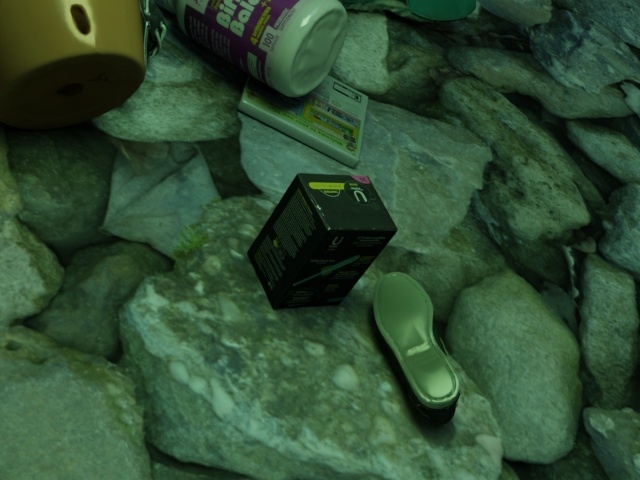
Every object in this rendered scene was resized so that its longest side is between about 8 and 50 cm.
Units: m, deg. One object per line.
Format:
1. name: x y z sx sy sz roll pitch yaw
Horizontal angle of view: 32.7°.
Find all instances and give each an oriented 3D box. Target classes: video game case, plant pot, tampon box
1. video game case: -0.024 -0.226 1.787 0.212 0.023 0.193 26 38 -13
2. plant pot: -0.353 -0.277 1.406 0.290 0.291 0.204 -7 70 -42
3. tampon box: 0.000 0.000 1.449 0.120 0.161 0.101 0 50 -38

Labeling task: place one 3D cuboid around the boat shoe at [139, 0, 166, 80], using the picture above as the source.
1. boat shoe: -0.278 -0.316 1.630 0.102 0.108 0.301 11 37 -27

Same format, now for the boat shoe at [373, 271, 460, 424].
1. boat shoe: 0.126 0.144 1.473 0.081 0.069 0.228 -16 50 -4

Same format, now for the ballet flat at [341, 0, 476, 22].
1. ballet flat: 0.130 -0.518 2.138 0.408 0.147 0.147 0 49 -37

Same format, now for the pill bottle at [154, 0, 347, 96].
1. pill bottle: -0.120 -0.365 1.723 0.301 0.169 0.169 32 35 20

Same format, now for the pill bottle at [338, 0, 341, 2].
1. pill bottle: 0.023 -0.553 1.884 0.204 0.204 0.361 38 78 4
